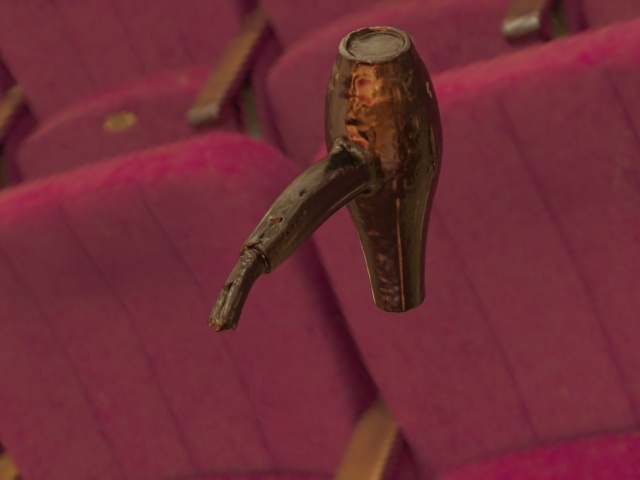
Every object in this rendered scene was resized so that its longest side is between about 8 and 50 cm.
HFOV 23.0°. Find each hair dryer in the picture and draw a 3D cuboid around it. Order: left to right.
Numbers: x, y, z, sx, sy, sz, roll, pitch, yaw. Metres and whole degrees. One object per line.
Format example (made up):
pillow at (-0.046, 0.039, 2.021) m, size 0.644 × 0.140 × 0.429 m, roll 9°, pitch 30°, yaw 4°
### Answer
hair dryer at (0.000, 0.000, 0.920) m, size 0.075 × 0.195 × 0.219 m, roll 17°, pitch 41°, yaw 30°
